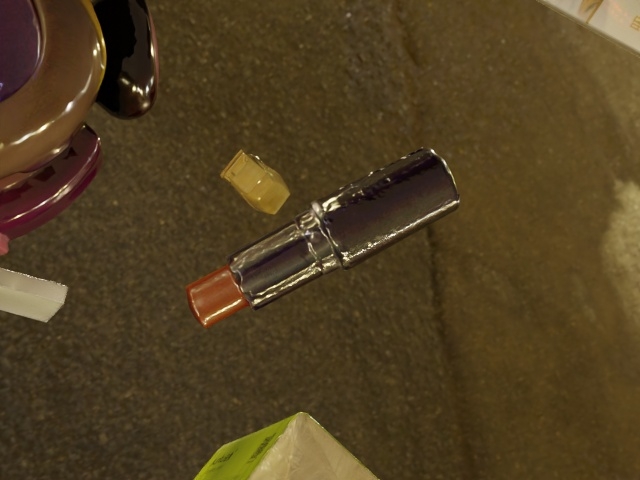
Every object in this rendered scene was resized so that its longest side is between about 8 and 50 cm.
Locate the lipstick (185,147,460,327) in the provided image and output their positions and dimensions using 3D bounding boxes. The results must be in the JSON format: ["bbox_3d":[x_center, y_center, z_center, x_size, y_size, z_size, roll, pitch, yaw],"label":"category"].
[{"bbox_3d":[0.000,0.000,0.963,0.081,0.300,0.081,63,-3,6],"label":"lipstick"}]

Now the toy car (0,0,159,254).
[{"bbox_3d":[-0.214,-0.163,0.446,0.271,0.240,0.340,-7,87,-12],"label":"toy car"}]

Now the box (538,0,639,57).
[{"bbox_3d":[0.256,-0.255,0.808,0.067,0.149,0.233,16,21,-49],"label":"box"}]

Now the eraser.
[{"bbox_3d":[-0.362,0.050,1.036,0.150,0.104,0.023,18,67,-21],"label":"eraser"}]

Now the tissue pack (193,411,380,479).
[{"bbox_3d":[-0.049,0.358,1.219,0.200,0.275,0.167,44,59,-5],"label":"tissue pack"}]

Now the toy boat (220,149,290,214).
[{"bbox_3d":[-0.090,-0.080,1.265,0.077,0.057,0.200,39,0,8],"label":"toy boat"}]
